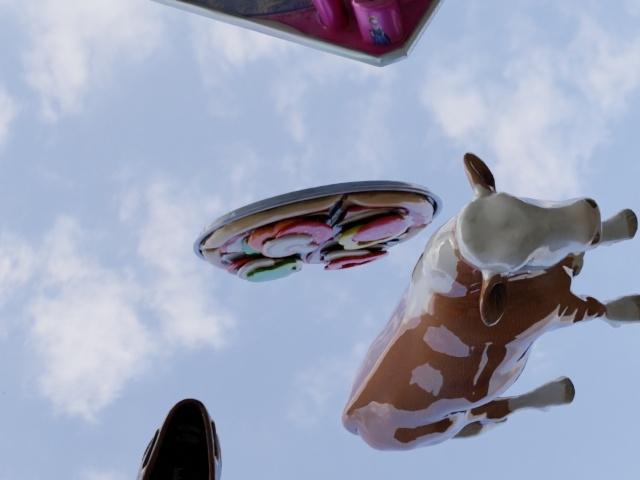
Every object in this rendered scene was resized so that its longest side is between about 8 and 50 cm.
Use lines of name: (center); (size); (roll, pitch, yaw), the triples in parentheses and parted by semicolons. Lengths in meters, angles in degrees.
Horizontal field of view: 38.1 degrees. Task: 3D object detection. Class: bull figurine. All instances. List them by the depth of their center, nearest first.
bull figurine: (0.123, 0.053, 0.655); (0.188, 0.310, 0.101); (0, -126, -26)

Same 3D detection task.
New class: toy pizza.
toy pizza: (0.000, 0.000, 0.737); (0.201, 0.201, 0.032); (-6, -105, -20)

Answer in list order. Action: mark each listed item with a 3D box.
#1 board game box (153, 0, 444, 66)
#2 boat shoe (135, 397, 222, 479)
board game box: (-0.021, -0.340, 0.724); (0.389, 0.050, 0.390); (22, -112, 25)
boat shoe: (-0.109, 0.207, 0.656); (0.073, 0.073, 0.207); (6, -138, -7)
